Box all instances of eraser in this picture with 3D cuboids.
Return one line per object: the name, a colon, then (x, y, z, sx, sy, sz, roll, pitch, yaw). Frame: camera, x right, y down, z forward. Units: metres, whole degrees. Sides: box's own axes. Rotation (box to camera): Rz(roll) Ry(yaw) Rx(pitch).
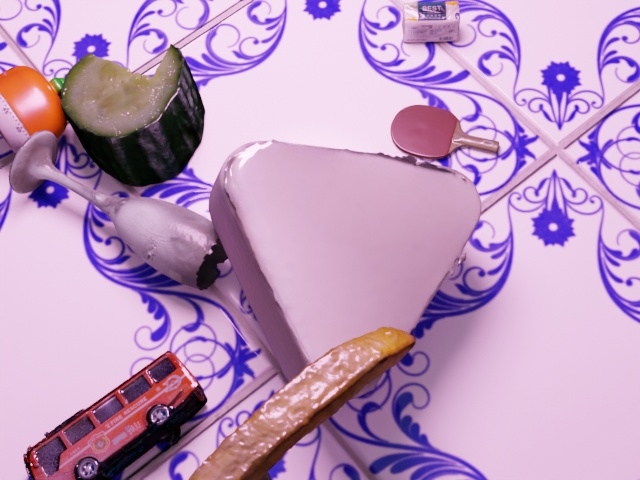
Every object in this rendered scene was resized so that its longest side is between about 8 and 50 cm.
eraser: (0.000, 0.000, 1.232, 0.331, 0.150, 0.331, 3, 77, -15)

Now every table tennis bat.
table tennis bat: (0.177, -0.150, 1.413, 0.156, 0.013, 0.087, 13, 64, 11)

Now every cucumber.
cucumber: (-0.265, -0.176, 1.392, 0.191, 0.130, 0.191, -4, 59, 6)

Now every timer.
timer: (-0.414, -0.195, 1.415, 0.136, 0.099, 0.136, 0, 77, -1)

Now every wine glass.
wine glass: (-0.311, 0.030, 1.317, 0.309, 0.096, 0.264, 28, 75, 14)

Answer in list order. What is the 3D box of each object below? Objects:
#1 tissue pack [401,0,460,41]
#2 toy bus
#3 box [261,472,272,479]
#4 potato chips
tissue pack: (0.163, -0.324, 1.466, 0.083, 0.062, 0.042, -2, 70, 3)
toy bus: (-0.252, 0.238, 1.224, 0.235, 0.073, 0.096, -34, 59, -13)
box: (-0.075, 0.400, 1.090, 0.155, 0.149, 0.231, -25, 66, -9)
potato chips: (-0.054, 0.215, 1.055, 0.407, 0.080, 0.057, -42, 60, -17)
